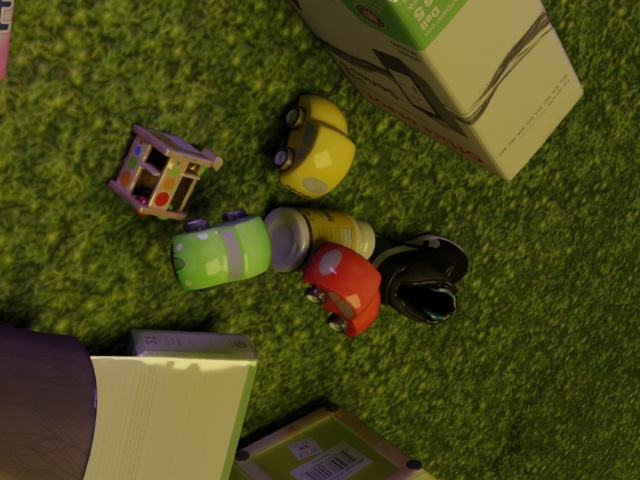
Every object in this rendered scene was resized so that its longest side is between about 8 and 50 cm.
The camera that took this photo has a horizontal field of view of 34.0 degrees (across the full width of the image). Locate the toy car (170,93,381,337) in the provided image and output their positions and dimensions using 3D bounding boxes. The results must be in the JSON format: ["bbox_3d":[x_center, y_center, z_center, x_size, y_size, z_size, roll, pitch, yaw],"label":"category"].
[{"bbox_3d":[-0.032,-0.004,0.937,0.225,0.053,0.239,-19,102,-42],"label":"toy car"}]

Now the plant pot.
[{"bbox_3d":[0.006,0.331,1.192,0.228,0.227,0.207,-21,126,-34],"label":"plant pot"}]

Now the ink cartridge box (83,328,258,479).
[{"bbox_3d":[-0.190,0.167,0.997,0.235,0.056,0.171,6,116,-21],"label":"ink cartridge box"}]

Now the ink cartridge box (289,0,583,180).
[{"bbox_3d":[0.082,-0.192,0.884,0.115,0.198,0.273,-51,141,-4],"label":"ink cartridge box"}]

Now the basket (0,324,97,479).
[{"bbox_3d":[-0.303,0.130,0.768,0.227,0.154,0.204,33,60,-45],"label":"basket"}]

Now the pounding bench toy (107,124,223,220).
[{"bbox_3d":[-0.127,-0.051,0.894,0.083,0.052,0.065,11,110,-50],"label":"pounding bench toy"}]

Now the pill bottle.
[{"bbox_3d":[0.000,0.000,1.054,0.116,0.065,0.065,2,116,-47],"label":"pill bottle"}]

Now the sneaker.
[{"bbox_3d":[0.122,0.051,1.174,0.217,0.121,0.079,4,116,-47],"label":"sneaker"}]

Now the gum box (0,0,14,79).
[{"bbox_3d":[-0.286,-0.158,0.639,0.188,0.062,0.107,-9,124,-42],"label":"gum box"}]
